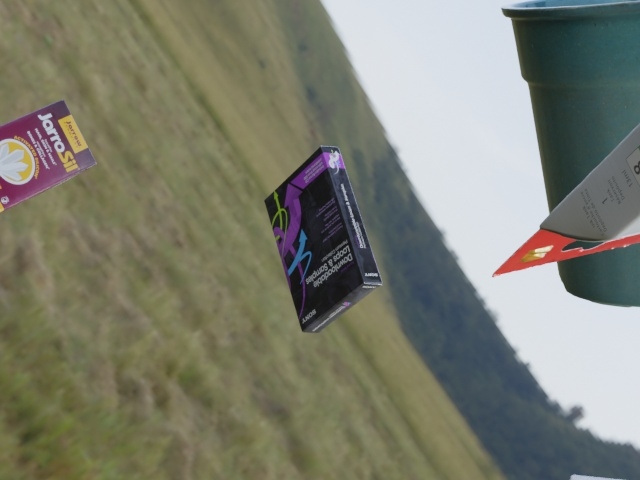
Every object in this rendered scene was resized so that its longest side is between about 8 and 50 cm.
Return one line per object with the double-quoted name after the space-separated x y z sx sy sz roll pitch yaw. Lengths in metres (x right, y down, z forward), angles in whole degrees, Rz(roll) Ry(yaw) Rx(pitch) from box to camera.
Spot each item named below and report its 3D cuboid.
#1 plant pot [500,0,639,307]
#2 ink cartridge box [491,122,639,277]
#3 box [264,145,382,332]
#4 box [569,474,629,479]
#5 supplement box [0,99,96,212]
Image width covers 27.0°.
0.387 -0.114 1.500 0.341 0.341 0.334 -145 -133 -74 "plant pot"
0.246 -0.022 0.917 0.056 0.181 0.224 67 -30 22 "ink cartridge box"
0.000 0.000 1.382 0.116 0.029 0.162 -42 -122 43 "box"
0.303 0.321 1.189 0.119 0.182 0.181 94 2 -51 "box"
-0.407 -0.105 1.781 0.081 0.188 0.104 -21 -81 42 "supplement box"
